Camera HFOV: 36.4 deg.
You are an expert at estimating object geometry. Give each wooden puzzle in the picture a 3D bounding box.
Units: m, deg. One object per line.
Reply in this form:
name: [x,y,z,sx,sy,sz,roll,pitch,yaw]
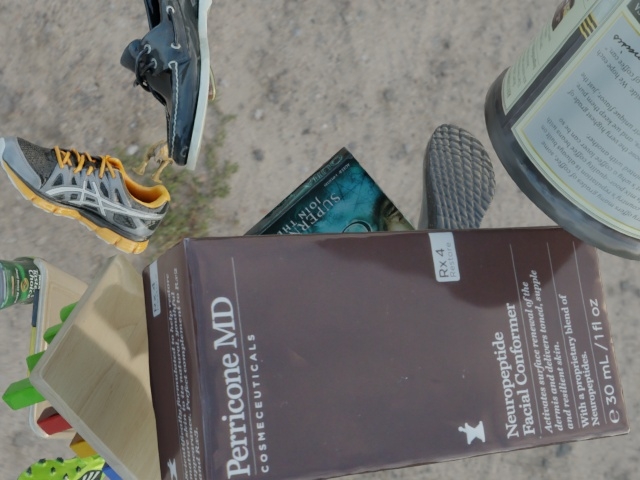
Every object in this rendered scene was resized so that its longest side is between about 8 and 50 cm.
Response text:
wooden puzzle: [-0.367,0.158,1.366,0.044,0.221,0.238,-3,78,2]

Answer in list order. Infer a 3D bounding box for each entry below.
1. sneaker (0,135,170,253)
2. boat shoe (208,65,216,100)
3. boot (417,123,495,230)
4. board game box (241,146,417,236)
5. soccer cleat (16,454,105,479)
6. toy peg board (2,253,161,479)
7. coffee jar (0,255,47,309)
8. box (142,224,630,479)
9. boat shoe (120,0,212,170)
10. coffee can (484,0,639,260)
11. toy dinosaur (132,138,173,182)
sneaker: [-0.265,-0.066,1.099,0.083,0.084,0.215,-46,131,16]
boat shoe: [-0.236,-0.304,1.703,0.060,0.064,0.178,-17,55,-26]
boot: [0.150,0.005,1.446,0.118,0.222,0.338,22,53,-18]
board game box: [-0.008,0.017,0.927,0.186,0.026,0.126,-41,120,4]
soccer cleat: [-0.349,0.330,1.341,0.179,0.060,0.072,-7,124,-62]
toy peg board: [-0.189,0.128,0.871,0.160,0.079,0.161,55,33,-24]
coffee jar: [-0.578,0.079,1.833,0.079,0.184,0.096,-2,92,12]
box: [0.057,0.093,0.818,0.382,0.143,0.191,-3,79,-23]
boat shoe: [-0.203,-0.245,1.271,0.113,0.127,0.339,4,67,-14]
coffee can: [0.276,-0.143,0.693,0.202,0.275,0.201,17,47,-19]
toy dinosaur: [-0.322,-0.174,1.933,0.064,0.211,0.112,30,99,-5]
